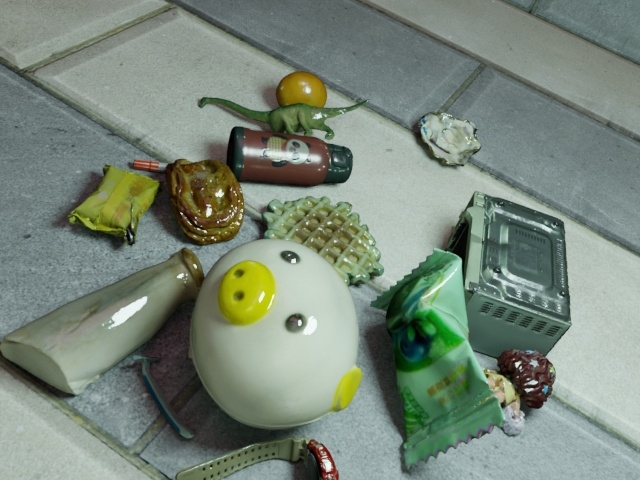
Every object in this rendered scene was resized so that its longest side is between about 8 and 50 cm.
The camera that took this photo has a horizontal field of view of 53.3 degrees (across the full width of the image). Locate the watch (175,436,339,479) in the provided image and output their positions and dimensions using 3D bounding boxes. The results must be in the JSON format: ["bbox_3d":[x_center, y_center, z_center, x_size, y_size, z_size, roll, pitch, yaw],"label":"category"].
[{"bbox_3d":[-0.099,0.430,1.112,0.268,0.102,0.165,-10,30,-29],"label":"watch"}]

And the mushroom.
[{"bbox_3d":[-0.402,0.155,1.262,0.407,0.138,0.154,-31,49,-31],"label":"mushroom"}]

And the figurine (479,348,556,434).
[{"bbox_3d":[0.409,0.312,1.383,0.239,0.116,0.175,-16,54,-30],"label":"figurine"}]

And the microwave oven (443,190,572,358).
[{"bbox_3d":[0.449,0.081,1.546,0.286,0.219,0.355,19,45,2],"label":"microwave oven"}]

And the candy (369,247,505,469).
[{"bbox_3d":[0.227,0.237,1.293,0.171,0.263,0.398,18,43,-19],"label":"candy"}]

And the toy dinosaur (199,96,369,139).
[{"bbox_3d":[-0.105,-0.386,1.862,0.446,0.087,0.301,-24,59,-8],"label":"toy dinosaur"}]

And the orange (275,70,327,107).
[{"bbox_3d":[-0.058,-0.433,1.922,0.156,0.156,0.124,3,67,-15],"label":"orange"}]

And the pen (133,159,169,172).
[{"bbox_3d":[-0.367,-0.185,1.669,0.238,0.028,0.028,6,46,-13],"label":"pen"}]

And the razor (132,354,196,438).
[{"bbox_3d":[-0.299,0.301,1.220,0.191,0.037,0.068,53,12,25],"label":"razor"}]

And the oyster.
[{"bbox_3d":[0.395,-0.315,2.006,0.214,0.083,0.223,26,50,12],"label":"oyster"}]

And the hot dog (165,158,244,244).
[{"bbox_3d":[-0.288,-0.120,1.558,0.175,0.114,0.259,-11,57,-23],"label":"hot dog"}]

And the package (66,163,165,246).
[{"bbox_3d":[-0.472,-0.089,1.499,0.168,0.090,0.226,21,47,-2],"label":"package"}]

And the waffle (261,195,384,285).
[{"bbox_3d":[0.000,0.000,1.588,0.291,0.056,0.309,-3,48,-22],"label":"waffle"}]

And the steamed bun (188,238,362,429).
[{"bbox_3d":[-0.084,0.172,1.223,0.333,0.334,0.374,4,51,-15],"label":"steamed bun"}]

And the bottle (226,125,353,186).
[{"bbox_3d":[-0.078,-0.220,1.719,0.335,0.144,0.144,3,47,-18],"label":"bottle"}]
